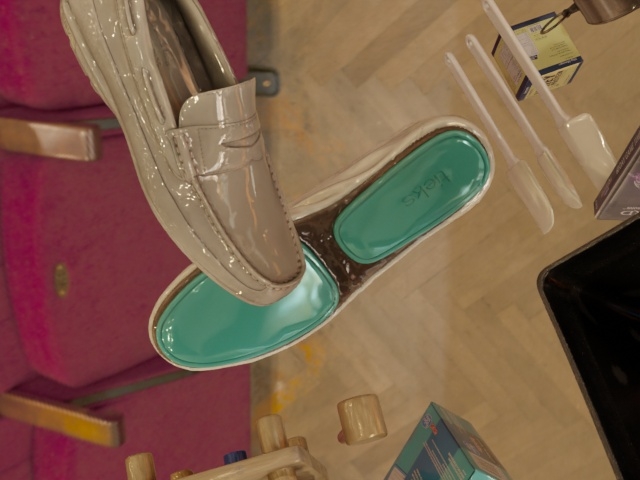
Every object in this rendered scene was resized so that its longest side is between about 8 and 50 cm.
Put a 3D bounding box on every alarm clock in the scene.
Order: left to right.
[{"bbox_3d":[0.338,-0.303,0.914,0.192,0.129,0.064,-35,109,28],"label":"alarm clock"}]

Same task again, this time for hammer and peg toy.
[{"bbox_3d":[-0.072,0.337,1.096,0.361,0.266,0.127,-16,65,1],"label":"hammer and peg toy"}]

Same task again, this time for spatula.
[{"bbox_3d":[0.219,-0.135,0.843,0.242,0.019,0.168,62,165,10],"label":"spatula"}]

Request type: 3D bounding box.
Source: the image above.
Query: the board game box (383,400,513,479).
[{"bbox_3d":[0.122,0.416,1.067,0.079,0.254,0.336,30,94,-7],"label":"board game box"}]

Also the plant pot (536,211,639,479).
[{"bbox_3d":[0.284,0.074,0.495,0.188,0.167,0.187,-36,51,31],"label":"plant pot"}]

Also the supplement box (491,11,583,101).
[{"bbox_3d":[0.288,-0.245,1.047,0.083,0.056,0.083,-20,72,-8],"label":"supplement box"}]

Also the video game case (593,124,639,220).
[{"bbox_3d":[0.357,-0.075,0.644,0.196,0.274,0.026,1,71,6],"label":"video game case"}]

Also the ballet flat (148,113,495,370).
[{"bbox_3d":[0.000,0.000,0.834,0.400,0.139,0.139,-34,93,6],"label":"ballet flat"}]

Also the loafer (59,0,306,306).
[{"bbox_3d":[-0.098,-0.093,0.644,0.111,0.112,0.319,-24,101,40],"label":"loafer"}]
